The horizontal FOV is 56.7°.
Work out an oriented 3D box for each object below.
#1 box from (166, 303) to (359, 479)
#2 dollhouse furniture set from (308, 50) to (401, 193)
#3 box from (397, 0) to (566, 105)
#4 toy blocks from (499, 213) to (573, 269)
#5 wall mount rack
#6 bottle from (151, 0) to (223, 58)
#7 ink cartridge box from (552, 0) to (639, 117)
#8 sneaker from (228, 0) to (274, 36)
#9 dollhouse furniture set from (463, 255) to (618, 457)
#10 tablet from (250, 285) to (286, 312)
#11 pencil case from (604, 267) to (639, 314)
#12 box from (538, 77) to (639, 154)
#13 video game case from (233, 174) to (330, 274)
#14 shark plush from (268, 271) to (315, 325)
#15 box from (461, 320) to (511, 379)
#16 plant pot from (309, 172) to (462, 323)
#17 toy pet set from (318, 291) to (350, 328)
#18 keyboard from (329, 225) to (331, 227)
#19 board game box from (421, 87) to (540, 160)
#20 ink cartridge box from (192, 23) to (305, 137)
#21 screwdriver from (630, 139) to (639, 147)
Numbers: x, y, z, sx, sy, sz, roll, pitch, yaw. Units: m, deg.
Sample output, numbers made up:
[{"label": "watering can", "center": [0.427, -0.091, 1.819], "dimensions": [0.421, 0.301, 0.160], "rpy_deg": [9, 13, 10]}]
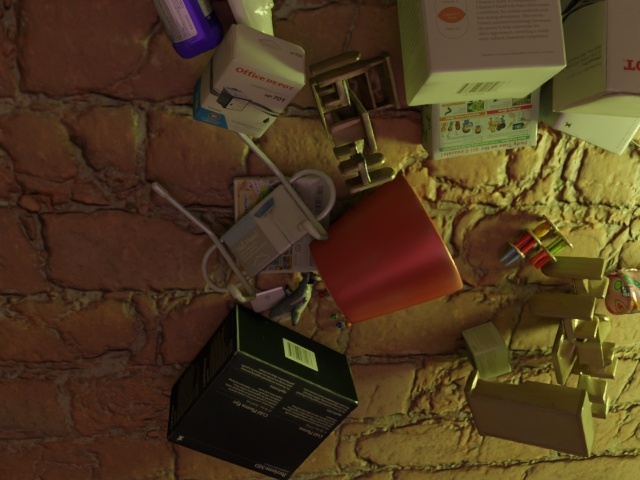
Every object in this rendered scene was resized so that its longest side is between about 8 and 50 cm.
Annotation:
[{"label": "box", "center": [-0.143, 0.377, 1.444], "dimensions": [0.343, 0.179, 0.312], "rpy_deg": [30, 111, -23]}, {"label": "dollhouse furniture set", "center": [0.084, -0.245, 1.088], "dimensions": [0.161, 0.242, 0.212], "rpy_deg": [-18, 121, 1]}, {"label": "box", "center": [0.244, -0.415, 0.964], "dimensions": [0.215, 0.168, 0.345], "rpy_deg": [-4, 87, -4]}, {"label": "toy blocks", "center": [0.514, 0.024, 1.427], "dimensions": [0.148, 0.054, 0.123], "rpy_deg": [-42, 117, 14]}, {"label": "wall mount rack", "center": [-0.156, -0.059, 1.196], "dimensions": [0.350, 0.130, 0.304], "rpy_deg": [-40, 78, 11]}, {"label": "bottle", "center": [-0.257, -0.451, 0.982], "dimensions": [0.092, 0.118, 0.283], "rpy_deg": [-22, 122, 4]}, {"label": "ink cartridge box", "center": [0.571, -0.419, 1.024], "dimensions": [0.285, 0.166, 0.395], "rpy_deg": [2, 90, -11]}, {"label": "sneaker", "center": [-0.087, -0.469, 1.009], "dimensions": [0.169, 0.108, 0.292], "rpy_deg": [-16, 120, 3]}, {"label": "dollhouse furniture set", "center": [0.551, 0.294, 1.457], "dimensions": [0.256, 0.394, 0.362], "rpy_deg": [2, 130, 35]}, {"label": "tablet", "center": [-0.124, 0.141, 1.412], "dimensions": [0.083, 0.006, 0.054], "rpy_deg": [-16, 121, -1]}, {"label": "pencil case", "center": [0.867, 0.118, 1.506], "dimensions": [0.284, 0.124, 0.124], "rpy_deg": [-5, 120, -5]}, {"label": "box", "center": [0.566, -0.298, 1.213], "dimensions": [0.182, 0.119, 0.181], "rpy_deg": [17, 116, -18]}, {"label": "video game case", "center": [-0.084, -0.033, 1.299], "dimensions": [0.206, 0.026, 0.227], "rpy_deg": [-2, 116, -9]}, {"label": "shark plush", "center": [-0.059, 0.129, 1.386], "dimensions": [0.067, 0.073, 0.161], "rpy_deg": [29, 115, -2]}, {"label": "box", "center": [0.429, 0.286, 1.536], "dimensions": [0.087, 0.102, 0.101], "rpy_deg": [-19, 120, 4]}, {"label": "plant pot", "center": [0.126, 0.035, 1.239], "dimensions": [0.243, 0.275, 0.275], "rpy_deg": [-29, 120, 5]}, {"label": "toy pet set", "center": [0.071, 0.165, 1.425], "dimensions": [0.114, 0.065, 0.122], "rpy_deg": [-27, 121, 6]}, {"label": "keyboard", "center": [0.000, 0.000, 1.348], "dimensions": [0.256, 0.014, 0.072], "rpy_deg": [1, 120, -10]}, {"label": "board game box", "center": [0.314, -0.327, 1.167], "dimensions": [0.224, 0.097, 0.303], "rpy_deg": [-8, 119, -4]}, {"label": "ink cartridge box", "center": [-0.131, -0.279, 1.063], "dimensions": [0.140, 0.082, 0.191], "rpy_deg": [12, 154, -28]}, {"label": "screwdriver", "center": [0.736, -0.211, 1.350], "dimensions": [0.170, 0.024, 0.025], "rpy_deg": [31, 140, -22]}]
